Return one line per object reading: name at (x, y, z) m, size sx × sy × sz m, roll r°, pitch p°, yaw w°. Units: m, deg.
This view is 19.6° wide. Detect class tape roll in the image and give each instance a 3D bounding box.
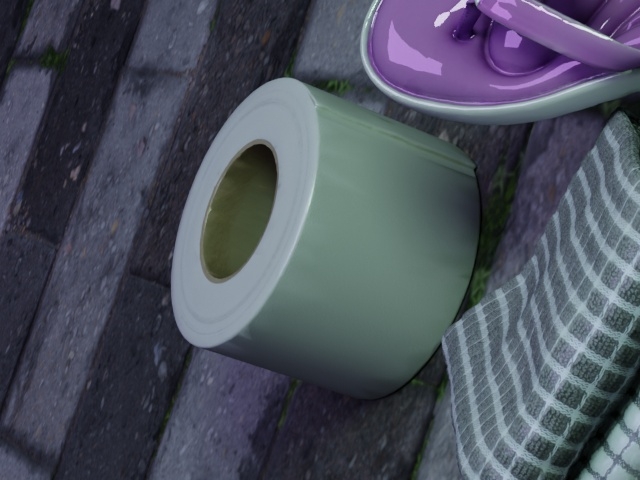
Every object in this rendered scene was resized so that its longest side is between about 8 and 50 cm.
tape roll at (0.000, 0.000, 1.605) m, size 0.246 × 0.169 × 0.246 m, roll -42°, pitch 38°, yaw 44°

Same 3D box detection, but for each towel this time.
towel at (0.180, 0.048, 1.200) m, size 0.235 × 0.121 × 0.283 m, roll -62°, pitch 6°, yaw 15°

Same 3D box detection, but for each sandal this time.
sandal at (0.206, -0.179, 1.227) m, size 0.416 × 0.102 × 0.169 m, roll -4°, pitch 67°, yaw 27°
